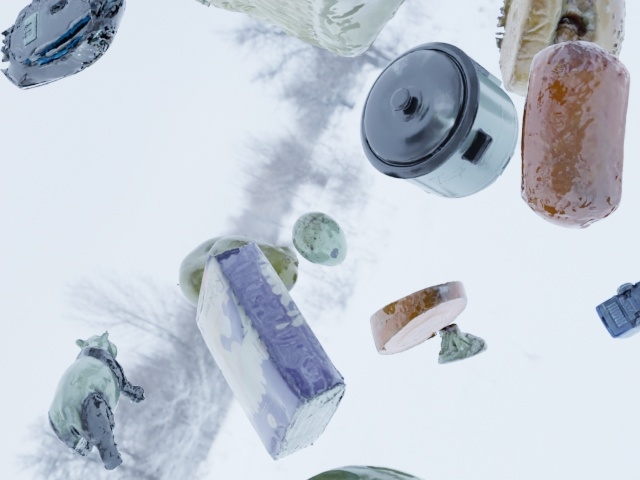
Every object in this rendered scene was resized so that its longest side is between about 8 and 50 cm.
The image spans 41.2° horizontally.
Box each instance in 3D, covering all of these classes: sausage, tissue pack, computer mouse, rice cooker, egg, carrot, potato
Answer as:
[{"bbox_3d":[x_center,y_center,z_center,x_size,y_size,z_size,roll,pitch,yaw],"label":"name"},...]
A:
[{"bbox_3d":[0.359,-0.148,1.212,0.153,0.141,0.268,-44,-45,-74],"label":"sausage"},{"bbox_3d":[-0.104,0.199,1.563,0.125,0.344,0.242,-20,-30,-29],"label":"tissue pack"},{"bbox_3d":[-0.354,-0.290,1.188,0.241,0.077,0.146,-21,59,24],"label":"computer mouse"},{"bbox_3d":[0.200,-0.203,1.461,0.280,0.227,0.241,44,106,41],"label":"rice cooker"},{"bbox_3d":[0.000,0.000,1.457,0.085,0.110,0.085,-32,26,18],"label":"egg"},{"bbox_3d":[0.250,0.190,2.139,0.258,0.100,0.307,-18,-17,-26],"label":"carrot"},{"bbox_3d":[-0.197,0.085,2.113,0.218,0.351,0.202,-26,-76,-59],"label":"potato"}]

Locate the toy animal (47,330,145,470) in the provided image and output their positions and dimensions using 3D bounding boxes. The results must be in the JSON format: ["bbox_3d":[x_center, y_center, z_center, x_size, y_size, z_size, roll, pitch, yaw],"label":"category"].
[{"bbox_3d":[-0.314,0.211,1.179,0.225,0.094,0.121,-86,-21,-63],"label":"toy animal"}]

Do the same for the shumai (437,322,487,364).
[{"bbox_3d":[0.324,0.237,2.002,0.099,0.124,0.087,144,110,-69],"label":"shumai"}]

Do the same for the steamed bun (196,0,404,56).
[{"bbox_3d":[-0.043,-0.362,0.840,0.237,0.346,0.394,-59,25,-3],"label":"steamed bun"}]

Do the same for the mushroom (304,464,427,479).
[{"bbox_3d":[0.076,0.509,1.350,0.352,0.352,0.260,-71,-27,-63],"label":"mushroom"}]

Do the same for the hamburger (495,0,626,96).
[{"bbox_3d":[0.543,-0.439,1.926,0.445,0.268,0.287,86,-172,-72],"label":"hamburger"}]

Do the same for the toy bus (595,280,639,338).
[{"bbox_3d":[0.595,0.087,1.450,0.236,0.094,0.079,-37,55,25],"label":"toy bus"}]
